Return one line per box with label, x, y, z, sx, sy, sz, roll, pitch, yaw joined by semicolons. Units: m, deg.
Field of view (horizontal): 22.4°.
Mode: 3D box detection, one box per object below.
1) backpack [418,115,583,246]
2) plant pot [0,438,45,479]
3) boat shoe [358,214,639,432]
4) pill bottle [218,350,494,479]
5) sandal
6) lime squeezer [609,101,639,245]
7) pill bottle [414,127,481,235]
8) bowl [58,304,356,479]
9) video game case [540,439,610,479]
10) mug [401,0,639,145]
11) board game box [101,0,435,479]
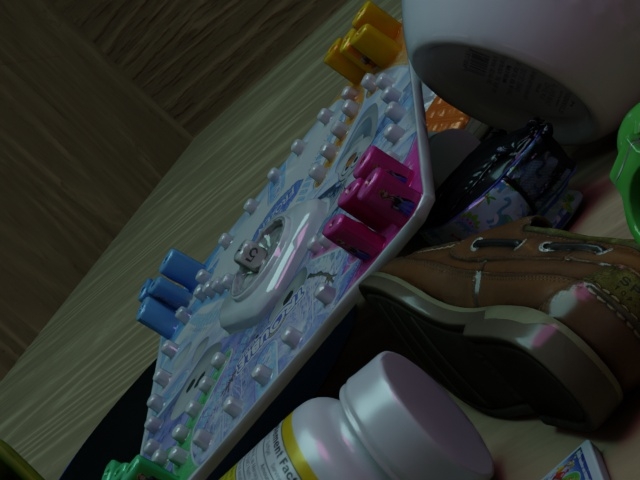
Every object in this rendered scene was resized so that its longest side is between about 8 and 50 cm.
backpack;0.139;-0.025;1.240;0.114;0.084;0.105;-44;9;-15
plant pot;-0.285;0.309;1.298;0.227;0.228;0.207;-43;5;23
boat shoe;0.126;0.044;1.016;0.104;0.111;0.307;-45;20;-12
pill bottle;-0.003;0.171;0.974;0.208;0.119;0.119;-43;11;13
sandal;0.168;-0.159;1.644;0.265;0.076;0.102;-58;33;-2
lime squeezer;0.212;-0.023;0.905;0.059;0.110;0.310;-52;6;35
pill bottle;0.091;-0.052;1.521;0.087;0.087;0.160;-52;11;-27
bowl;-0.128;0.172;1.575;0.391;0.077;0.391;-44;11;11
video game case;0.107;0.165;0.861;0.122;0.011;0.087;-44;10;12
mug;0.200;-0.249;1.348;0.328;0.276;0.374;-65;7;-14
board game box;-0.051;0.014;1.354;0.390;0.050;0.390;-50;17;22
